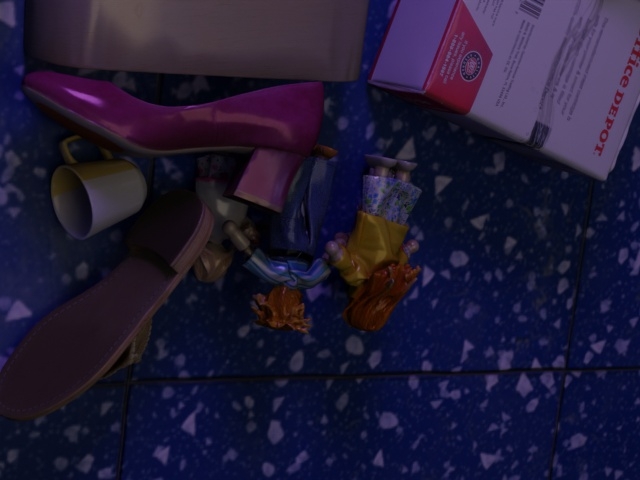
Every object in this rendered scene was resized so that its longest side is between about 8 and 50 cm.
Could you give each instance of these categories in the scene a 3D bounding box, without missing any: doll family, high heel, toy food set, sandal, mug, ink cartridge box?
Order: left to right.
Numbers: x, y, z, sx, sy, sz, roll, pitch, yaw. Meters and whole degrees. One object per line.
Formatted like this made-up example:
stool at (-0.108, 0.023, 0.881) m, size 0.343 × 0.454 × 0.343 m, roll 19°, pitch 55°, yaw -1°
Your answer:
mug at (-0.178, -0.046, 1.342) m, size 0.064 × 0.062 × 0.078 m, roll -20°, pitch 118°, yaw -36°
sandal at (-0.163, 0.071, 1.365) m, size 0.240 × 0.088 × 0.079 m, roll -50°, pitch 142°, yaw -11°
high heel at (-0.113, -0.115, 1.319) m, size 0.244 × 0.082 × 0.117 m, roll 22°, pitch 83°, yaw -16°
toy food set at (-0.087, -0.250, 1.348) m, size 0.306 × 0.092 × 0.220 m, roll 0°, pitch 106°, yaw -27°
doll family at (0.000, 0.000, 1.429) m, size 0.263 × 0.118 × 0.163 m, roll 9°, pitch 93°, yaw -32°
ink cartridge box at (0.186, -0.177, 1.520) m, size 0.237 × 0.100 × 0.172 m, roll 22°, pitch 89°, yaw -33°
